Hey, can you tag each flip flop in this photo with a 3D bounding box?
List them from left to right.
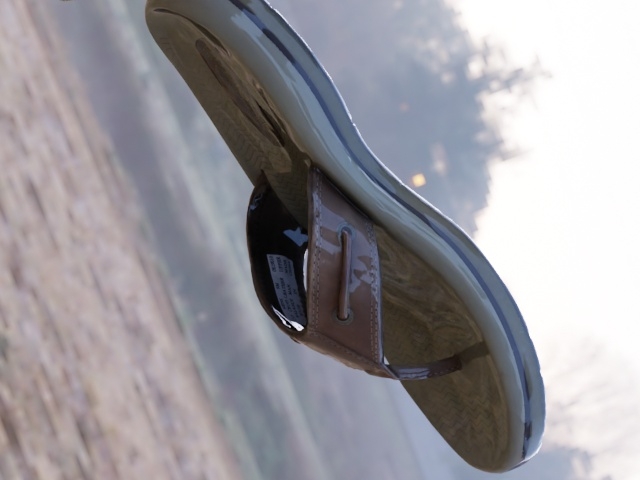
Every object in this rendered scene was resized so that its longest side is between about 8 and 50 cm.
[{"bbox_3d":[0.000,0.000,0.917,0.277,0.080,0.112,53,-26,-9],"label":"flip flop"}]
